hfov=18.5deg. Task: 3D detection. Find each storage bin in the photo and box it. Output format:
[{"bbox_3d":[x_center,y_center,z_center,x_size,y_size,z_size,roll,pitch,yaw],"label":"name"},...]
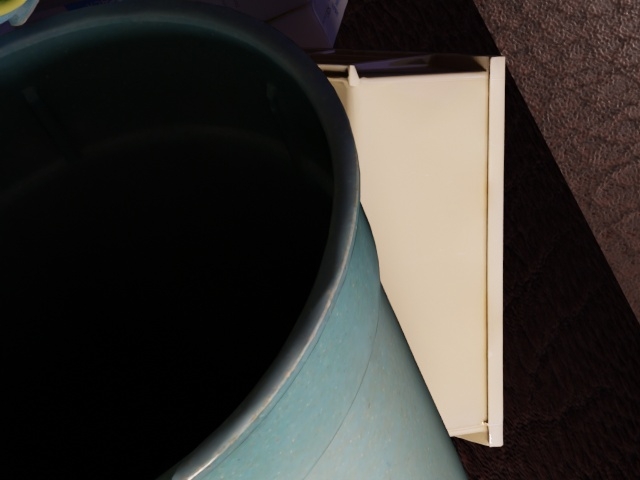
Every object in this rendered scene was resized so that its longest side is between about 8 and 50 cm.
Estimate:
[{"bbox_3d":[0.000,0.000,1.377,0.123,0.260,0.262,-6,100,-34],"label":"storage bin"}]

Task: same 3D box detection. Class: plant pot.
[{"bbox_3d":[-0.082,0.107,1.076,0.334,0.341,0.341,59,17,-46],"label":"plant pot"}]

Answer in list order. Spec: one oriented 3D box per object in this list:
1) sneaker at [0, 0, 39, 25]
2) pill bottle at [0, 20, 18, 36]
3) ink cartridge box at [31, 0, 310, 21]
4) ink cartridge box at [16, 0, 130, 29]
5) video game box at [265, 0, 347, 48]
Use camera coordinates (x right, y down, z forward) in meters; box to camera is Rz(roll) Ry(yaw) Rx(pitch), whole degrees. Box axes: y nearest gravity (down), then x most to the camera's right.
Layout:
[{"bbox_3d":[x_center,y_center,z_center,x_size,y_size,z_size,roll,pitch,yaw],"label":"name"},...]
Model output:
[{"bbox_3d":[-0.193,-0.188,1.131,0.127,0.208,0.319,59,43,-20],"label":"sneaker"},{"bbox_3d":[-0.196,-0.045,1.258,0.180,0.108,0.108,57,19,-25],"label":"pill bottle"},{"bbox_3d":[-0.120,-0.209,1.513,0.092,0.219,0.160,59,19,-27],"label":"ink cartridge box"},{"bbox_3d":[-0.157,-0.076,1.372,0.061,0.104,0.181,54,25,-63],"label":"ink cartridge box"},{"bbox_3d":[-0.075,-0.163,1.596,0.048,0.205,0.187,61,19,-17],"label":"video game box"}]
